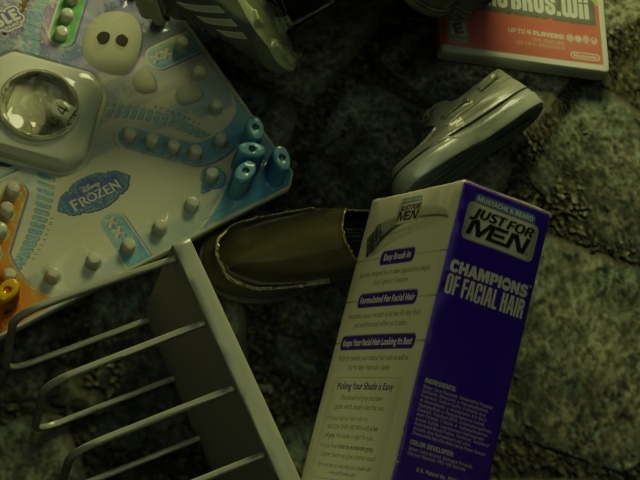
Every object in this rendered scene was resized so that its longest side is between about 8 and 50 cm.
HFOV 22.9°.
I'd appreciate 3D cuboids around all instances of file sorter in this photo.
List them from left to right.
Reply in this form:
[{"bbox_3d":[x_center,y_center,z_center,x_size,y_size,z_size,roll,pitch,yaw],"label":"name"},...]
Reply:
[{"bbox_3d":[-0.152,0.180,1.419,0.173,0.193,0.278,-21,75,-21],"label":"file sorter"}]

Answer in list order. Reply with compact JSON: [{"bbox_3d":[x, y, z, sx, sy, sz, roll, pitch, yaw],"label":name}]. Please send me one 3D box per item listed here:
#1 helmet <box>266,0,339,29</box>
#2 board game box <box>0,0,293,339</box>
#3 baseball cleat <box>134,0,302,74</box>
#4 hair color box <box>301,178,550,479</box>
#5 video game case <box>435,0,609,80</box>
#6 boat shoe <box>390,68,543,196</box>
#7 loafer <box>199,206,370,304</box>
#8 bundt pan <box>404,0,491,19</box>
[{"bbox_3d":[-0.044,-0.310,1.680,0.169,0.169,0.162,-33,97,-25],"label":"helmet"},{"bbox_3d":[-0.281,-0.136,1.573,0.390,0.050,0.390,-28,74,-24],"label":"board game box"},{"bbox_3d":[-0.115,-0.236,1.603,0.206,0.109,0.072,50,26,-16],"label":"baseball cleat"},{"bbox_3d":[0.090,0.125,1.467,0.110,0.185,0.339,18,79,-23],"label":"hair color box"},{"bbox_3d":[0.229,-0.327,1.835,0.204,0.025,0.285,6,66,-14],"label":"video game case"},{"bbox_3d":[0.141,-0.113,1.699,0.226,0.083,0.076,-31,68,-37],"label":"boat shoe"},{"bbox_3d":[0.000,0.000,1.594,0.251,0.087,0.094,-10,71,-20],"label":"loafer"},{"bbox_3d":[0.113,-0.406,1.676,0.330,0.124,0.331,26,47,-31],"label":"bundt pan"}]
